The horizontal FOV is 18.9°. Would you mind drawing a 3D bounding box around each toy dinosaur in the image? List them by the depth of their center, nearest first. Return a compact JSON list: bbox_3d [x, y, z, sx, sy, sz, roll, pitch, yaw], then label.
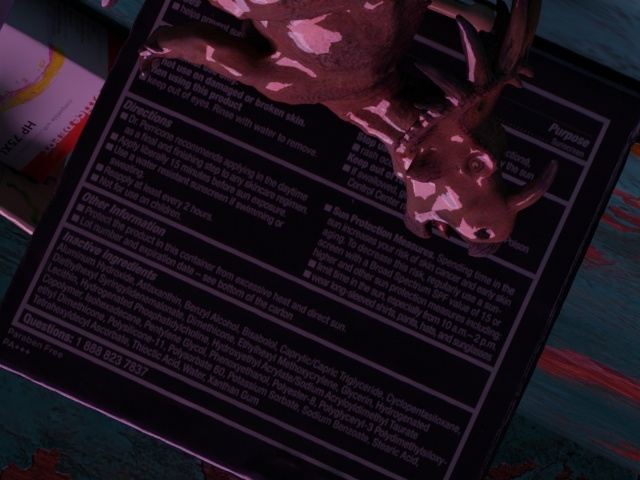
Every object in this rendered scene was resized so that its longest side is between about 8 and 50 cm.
[{"bbox_3d":[0.013,-0.125,0.918,0.200,0.127,0.295,15,158,23],"label":"toy dinosaur"}]

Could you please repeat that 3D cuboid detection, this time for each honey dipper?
[{"bbox_3d":[0.022,-0.149,1.069,0.161,0.030,0.030,22,174,1],"label":"honey dipper"}]

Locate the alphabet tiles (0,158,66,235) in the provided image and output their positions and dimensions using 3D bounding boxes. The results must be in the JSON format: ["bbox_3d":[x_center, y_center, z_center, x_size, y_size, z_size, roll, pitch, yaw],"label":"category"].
[{"bbox_3d":[-0.347,-0.137,1.712,0.285,0.011,0.342,35,-155,-19],"label":"alphabet tiles"}]

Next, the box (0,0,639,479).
[{"bbox_3d":[0.000,0.000,1.158,0.296,0.294,0.183,25,176,4],"label":"box"}]

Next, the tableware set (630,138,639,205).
[{"bbox_3d":[0.236,-0.032,1.221,0.104,0.024,0.154,25,174,1],"label":"tableware set"}]

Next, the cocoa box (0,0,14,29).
[{"bbox_3d":[-0.365,-0.138,1.189,0.231,0.347,0.228,19,172,39],"label":"cocoa box"}]

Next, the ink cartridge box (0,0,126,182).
[{"bbox_3d":[-0.260,-0.142,1.670,0.231,0.134,0.078,29,-145,-31],"label":"ink cartridge box"}]
